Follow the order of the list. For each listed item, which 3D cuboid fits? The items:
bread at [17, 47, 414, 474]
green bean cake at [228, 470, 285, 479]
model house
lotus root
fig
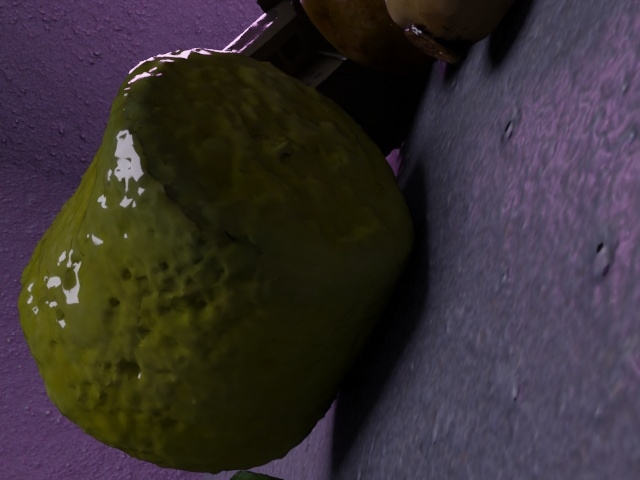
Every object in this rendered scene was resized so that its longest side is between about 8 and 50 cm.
[{"bbox_3d":[-0.096,0.007,0.712,0.348,0.348,0.308,-82,15,-52],"label":"bread"},{"bbox_3d":[-0.046,0.293,0.505,0.222,0.125,0.248,128,160,-75],"label":"green bean cake"},{"bbox_3d":[0.022,-0.226,0.891,0.243,0.204,0.211,-44,38,-11],"label":"model house"},{"bbox_3d":[0.116,-0.250,0.584,0.125,0.118,0.221,11,86,66],"label":"lotus root"},{"bbox_3d":[0.018,-0.287,0.720,0.191,0.290,0.190,-60,7,13],"label":"fig"}]
